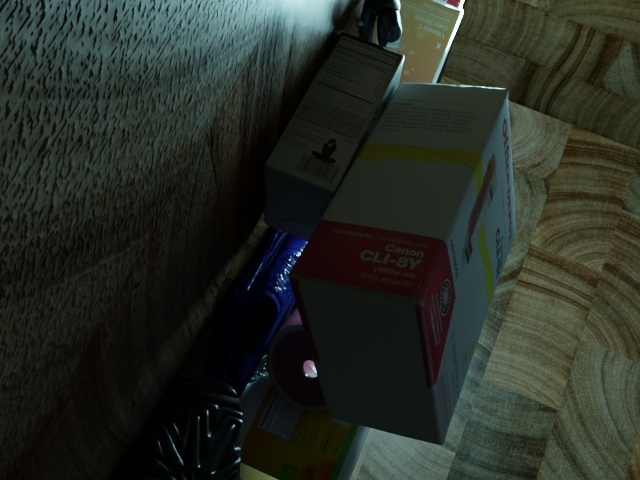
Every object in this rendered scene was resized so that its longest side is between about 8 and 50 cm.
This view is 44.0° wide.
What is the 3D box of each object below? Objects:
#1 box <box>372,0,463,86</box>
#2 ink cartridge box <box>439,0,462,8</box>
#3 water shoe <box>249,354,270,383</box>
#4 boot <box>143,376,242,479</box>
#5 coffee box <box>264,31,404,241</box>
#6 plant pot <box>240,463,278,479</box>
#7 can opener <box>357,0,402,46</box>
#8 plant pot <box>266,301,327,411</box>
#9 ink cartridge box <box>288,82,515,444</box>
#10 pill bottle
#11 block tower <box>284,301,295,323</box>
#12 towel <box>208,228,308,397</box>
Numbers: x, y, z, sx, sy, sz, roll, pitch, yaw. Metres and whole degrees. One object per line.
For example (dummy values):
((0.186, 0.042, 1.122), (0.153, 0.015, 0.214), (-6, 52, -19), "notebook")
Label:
((0.148, -0.327, 1.335), (0.091, 0.130, 0.170), (-51, 162, -70), "box")
((0.172, -0.347, 1.527), (0.197, 0.114, 0.273), (-10, 122, -83), "ink cartridge box")
((-0.116, 0.285, 1.499), (0.080, 0.073, 0.203), (102, 12, -46), "water shoe")
((-0.164, 0.364, 0.927), (0.348, 0.131, 0.260), (-79, -176, -48), "boot")
((0.018, -0.135, 1.062), (0.141, 0.098, 0.246), (99, 15, -59), "coffee box")
((-0.153, 0.503, 1.421), (0.237, 0.237, 0.254), (57, 41, -82), "plant pot")
((0.082, -0.320, 1.185), (0.186, 0.059, 0.073), (155, -69, -86), "can opener")
((0.019, 0.159, 1.179), (0.180, 0.201, 0.201), (-24, 138, -60), "plant pot")
((0.129, 0.015, 1.021), (0.279, 0.160, 0.385), (75, 33, -42), "ink cartridge box")
((-0.060, 0.291, 1.214), (0.136, 0.245, 0.136), (23, 90, -83), "pill bottle")
((-0.008, 0.118, 1.733), (0.091, 0.097, 0.335), (-58, 170, -55), "block tower")
((-0.071, 0.065, 1.177), (0.228, 0.076, 0.308), (-64, 177, 38), "towel")
